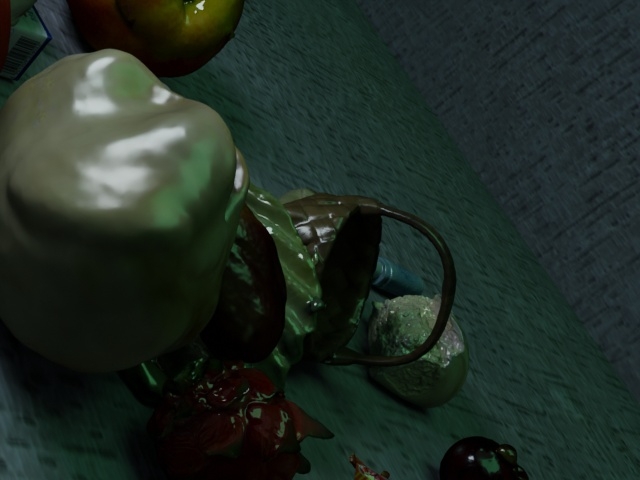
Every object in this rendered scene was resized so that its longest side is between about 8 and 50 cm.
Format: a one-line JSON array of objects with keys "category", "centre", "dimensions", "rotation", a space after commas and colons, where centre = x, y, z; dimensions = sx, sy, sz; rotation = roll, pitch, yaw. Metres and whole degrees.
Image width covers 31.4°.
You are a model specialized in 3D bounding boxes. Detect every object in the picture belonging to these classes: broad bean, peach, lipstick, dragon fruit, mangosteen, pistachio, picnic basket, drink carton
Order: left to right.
[{"category": "drink carton", "centre": [-0.577, -0.355, 1.737], "dimensions": [0.315, 0.106, 0.130], "rotation": [12, 38, -55]}, {"category": "pistachio", "centre": [-0.265, -0.042, 1.416], "dimensions": [0.445, 0.365, 0.281], "rotation": [65, 5, 30]}, {"category": "peach", "centre": [-0.323, -0.481, 2.179], "dimensions": [0.370, 0.370, 0.370], "rotation": [40, 22, -19]}, {"category": "broad bean", "centre": [-0.117, 0.055, 1.527], "dimensions": [0.156, 0.122, 0.228], "rotation": [16, 60, -68]}, {"category": "dragon fruit", "centre": [-0.106, 0.252, 1.439], "dimensions": [0.274, 0.192, 0.193], "rotation": [47, 43, -37]}, {"category": "picnic basket", "centre": [0.068, 0.074, 1.889], "dimensions": [0.337, 0.292, 0.337], "rotation": [10, 13, -2]}, {"category": "lipstick", "centre": [0.116, 0.063, 2.397], "dimensions": [0.274, 0.061, 0.068], "rotation": [26, 31, -45]}, {"category": "mangosteen", "centre": [0.286, 0.407, 1.981], "dimensions": [0.152, 0.152, 0.152], "rotation": [40, 22, -19]}]

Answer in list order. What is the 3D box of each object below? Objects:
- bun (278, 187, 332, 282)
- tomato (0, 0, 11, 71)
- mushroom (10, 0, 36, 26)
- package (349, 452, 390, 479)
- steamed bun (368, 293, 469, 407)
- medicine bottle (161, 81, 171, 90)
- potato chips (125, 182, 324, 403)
[{"category": "bun", "centre": [0.000, 0.000, 2.168], "dimensions": [0.239, 0.141, 0.239], "rotation": [42, 18, -17]}, {"category": "tomato", "centre": [-0.545, -0.296, 1.390], "dimensions": [0.321, 0.321, 0.321], "rotation": [40, 22, -19]}, {"category": "mushroom", "centre": [-0.476, -0.432, 1.741], "dimensions": [0.154, 0.137, 0.407], "rotation": [31, 29, -4]}, {"category": "package", "centre": [0.118, 0.447, 1.603], "dimensions": [0.288, 0.108, 0.223], "rotation": [65, 3, 23]}, {"category": "steamed bun", "centre": [0.186, 0.184, 2.165], "dimensions": [0.200, 0.170, 0.225], "rotation": [30, 24, -27]}, {"category": "medicine bottle", "centre": [-0.318, -0.219, 1.950], "dimensions": [0.215, 0.135, 0.135], "rotation": [20, 34, -51]}, {"category": "potato chips", "centre": [-0.179, 0.067, 1.662], "dimensions": [0.373, 0.097, 0.389], "rotation": [-14, 60, -30]}]
